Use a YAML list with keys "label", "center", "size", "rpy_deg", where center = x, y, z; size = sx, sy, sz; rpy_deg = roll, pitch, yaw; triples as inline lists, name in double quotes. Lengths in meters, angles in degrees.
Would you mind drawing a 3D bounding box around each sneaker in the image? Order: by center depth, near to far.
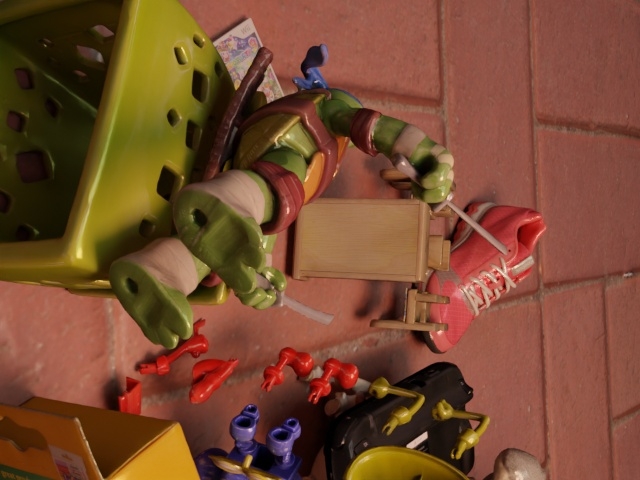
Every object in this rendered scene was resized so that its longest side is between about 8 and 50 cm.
- label: "sneaker"
  center: [0.251, 0.043, 1.270]
  size: [0.314, 0.136, 0.116]
  rpy_deg: [-54, 127, -36]

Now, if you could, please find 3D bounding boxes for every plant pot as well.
- label: "plant pot"
  center: [-0.179, -0.060, 0.698]
  size: [0.207, 0.227, 0.228]
  rpy_deg: [30, 66, -52]

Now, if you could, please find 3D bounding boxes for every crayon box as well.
- label: "crayon box"
  center: [-0.176, 0.255, 0.700]
  size: [0.083, 0.203, 0.323]
  rpy_deg: [-36, 116, -45]

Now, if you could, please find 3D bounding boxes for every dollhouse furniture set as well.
- label: "dollhouse furniture set"
  center: [0.079, 0.009, 1.101]
  size: [0.242, 0.160, 0.212]
  rpy_deg: [21, 72, -71]

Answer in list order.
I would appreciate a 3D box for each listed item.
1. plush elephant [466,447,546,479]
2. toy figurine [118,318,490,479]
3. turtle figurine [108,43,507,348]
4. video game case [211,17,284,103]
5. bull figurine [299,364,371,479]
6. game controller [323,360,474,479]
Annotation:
- label: "plush elephant"
  center: [0.240, 0.476, 1.129]
  size: [0.271, 0.330, 0.255]
  rpy_deg: [39, 56, -8]
- label: "toy figurine"
  center: [-0.025, 0.257, 0.850]
  size: [0.191, 0.362, 0.217]
  rpy_deg: [-54, 156, -57]
- label: "turtle figurine"
  center: [0.000, 0.000, 0.611]
  size: [0.266, 0.197, 0.275]
  rpy_deg: [-37, 122, -50]
- label: "video game case"
  center: [-0.085, -0.187, 0.969]
  size: [0.087, 0.011, 0.122]
  rpy_deg: [-47, 123, -40]
- label: "bull figurine"
  center: [0.021, 0.306, 1.007]
  size: [0.188, 0.101, 0.311]
  rpy_deg: [49, 43, -35]
- label: "game controller"
  center: [0.107, 0.260, 1.015]
  size: [0.319, 0.067, 0.167]
  rpy_deg: [-12, 103, -55]
